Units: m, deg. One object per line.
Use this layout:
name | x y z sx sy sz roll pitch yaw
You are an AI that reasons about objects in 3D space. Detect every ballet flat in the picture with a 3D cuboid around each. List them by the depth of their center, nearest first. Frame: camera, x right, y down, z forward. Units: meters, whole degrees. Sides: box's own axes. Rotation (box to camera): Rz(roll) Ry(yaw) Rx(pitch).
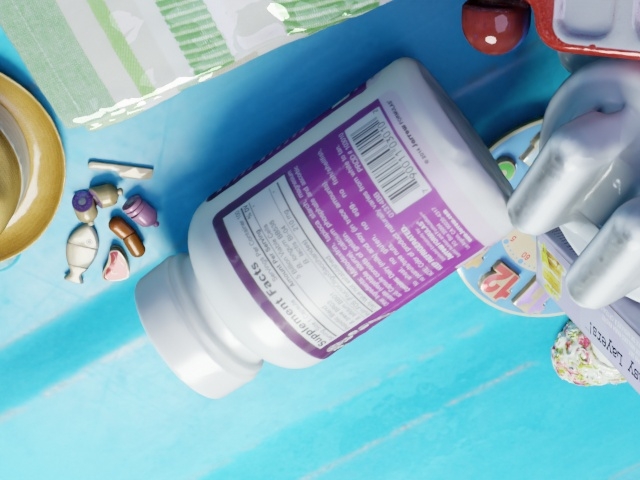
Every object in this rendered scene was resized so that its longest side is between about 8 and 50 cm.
ballet flat | 0.323 0.074 1.100 0.241 0.091 0.077 -20 164 18

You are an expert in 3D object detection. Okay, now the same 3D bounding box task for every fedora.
fedora | -0.300 -0.047 0.967 0.194 0.079 0.194 -3 121 -6

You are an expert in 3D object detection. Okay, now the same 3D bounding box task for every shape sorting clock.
shape sorting clock | 0.216 -0.018 1.075 0.206 0.040 0.206 -3 122 -6

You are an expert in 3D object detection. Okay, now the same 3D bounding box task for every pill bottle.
pill bottle | 0.000 0.000 0.982 0.302 0.169 0.169 -35 119 14

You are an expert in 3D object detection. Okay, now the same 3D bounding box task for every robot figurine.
robot figurine | 0.312 -0.077 0.917 0.354 0.300 0.199 -25 162 -27

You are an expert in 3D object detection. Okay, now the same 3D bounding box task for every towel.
towel | -0.103 -0.239 0.905 0.325 0.038 0.247 -22 120 8

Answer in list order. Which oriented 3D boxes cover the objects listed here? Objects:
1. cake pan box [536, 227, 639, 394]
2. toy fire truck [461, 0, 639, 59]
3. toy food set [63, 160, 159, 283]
cake pan box | 0.348 0.036 0.982 0.267 0.245 0.070 -15 124 -14
toy fire truck | 0.177 -0.245 0.789 0.302 0.169 0.253 10 108 26
toy food set | -0.181 -0.009 1.040 0.078 0.019 0.122 6 120 -11
